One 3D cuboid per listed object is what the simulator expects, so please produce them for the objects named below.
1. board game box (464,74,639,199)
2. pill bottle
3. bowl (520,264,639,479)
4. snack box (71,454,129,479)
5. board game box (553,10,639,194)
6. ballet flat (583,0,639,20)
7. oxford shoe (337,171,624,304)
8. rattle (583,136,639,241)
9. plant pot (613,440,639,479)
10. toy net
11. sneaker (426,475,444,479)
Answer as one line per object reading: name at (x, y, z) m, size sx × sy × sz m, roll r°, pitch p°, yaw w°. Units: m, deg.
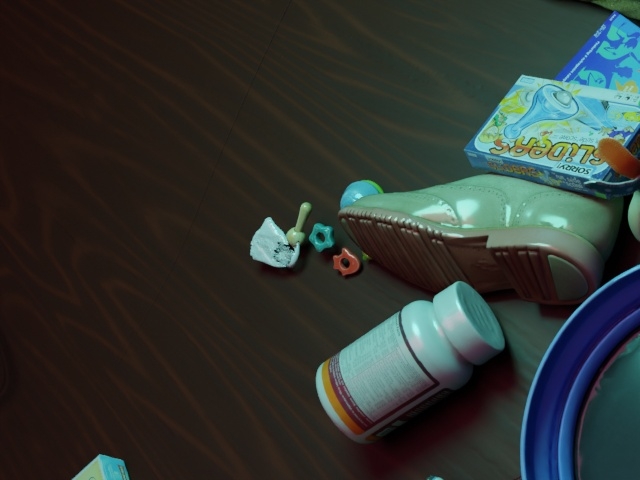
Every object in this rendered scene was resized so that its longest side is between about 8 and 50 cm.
board game box at (0.289, -0.127, 1.355) m, size 0.201 × 0.035 × 0.136 m, roll 18°, pitch 62°, yaw 44°
pill bottle at (0.111, 0.150, 1.412) m, size 0.221 × 0.121 × 0.121 m, roll -36°, pitch 50°, yaw 22°
bowl at (0.390, 0.200, 1.135) m, size 0.391 × 0.077 × 0.391 m, roll -18°, pitch 59°, yaw 34°
snack box at (-0.328, 0.499, 1.666) m, size 0.187 × 0.060 × 0.322 m, roll -42°, pitch 48°, yaw 17°
board game box at (0.379, -0.163, 1.383) m, size 0.160 × 0.047 × 0.210 m, roll -50°, pitch 47°, yaw 11°
ballet flat at (0.376, -0.351, 1.422) m, size 0.342 × 0.124 × 0.116 m, roll 28°, pitch 89°, yaw 44°
oxford shoe at (0.198, -0.019, 1.437) m, size 0.397 × 0.140 × 0.146 m, roll 11°, pitch 56°, yaw 40°
rattle at (0.387, -0.032, 1.205) m, size 0.130 × 0.200 × 0.142 m, roll -40°, pitch 49°, yaw 20°
plant pot at (0.405, 0.290, 1.154) m, size 0.236 × 0.032 × 0.236 m, roll -19°, pitch 59°, yaw 34°
toy net at (0.000, 0.000, 1.642) m, size 0.232 × 0.045 × 0.122 m, roll -20°, pitch 87°, yaw 36°
sneaker at (0.132, 0.393, 1.317) m, size 0.086 × 0.085 × 0.237 m, roll 3°, pitch 66°, yaw 14°
